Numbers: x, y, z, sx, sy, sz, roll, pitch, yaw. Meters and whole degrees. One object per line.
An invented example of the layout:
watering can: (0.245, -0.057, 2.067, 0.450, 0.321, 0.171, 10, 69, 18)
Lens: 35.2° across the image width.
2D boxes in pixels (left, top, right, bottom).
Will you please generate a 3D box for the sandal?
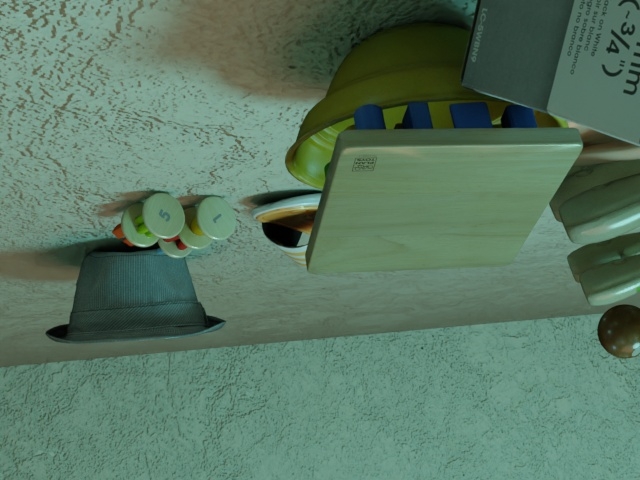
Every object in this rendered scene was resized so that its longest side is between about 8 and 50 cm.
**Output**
sandal: (0.010, -0.002, 1.287, 0.102, 0.076, 0.265, -12, 166, 25)

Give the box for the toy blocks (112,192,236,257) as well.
toy blocks: (-0.190, -0.011, 1.202, 0.123, 0.054, 0.148, 2, 166, -37)

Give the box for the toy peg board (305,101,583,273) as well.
toy peg board: (0.075, -0.051, 0.719, 0.161, 0.079, 0.160, -2, 149, -11)

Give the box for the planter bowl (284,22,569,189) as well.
planter bowl: (0.078, -0.108, 0.788, 0.217, 0.090, 0.217, -4, 164, -1)

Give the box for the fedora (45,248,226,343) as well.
fedora: (-0.254, 0.073, 1.392, 0.244, 0.124, 0.275, -4, 176, 0)

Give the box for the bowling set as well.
bowling set: (0.322, 0.001, 0.996, 0.154, 0.200, 0.287, -20, -166, 10)

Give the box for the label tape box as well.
label tape box: (0.280, -0.089, 0.580, 0.241, 0.106, 0.334, 2, -162, -34)

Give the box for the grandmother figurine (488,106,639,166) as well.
grandmother figurine: (0.196, -0.090, 0.927, 0.342, 0.104, 0.208, -18, 155, 35)
